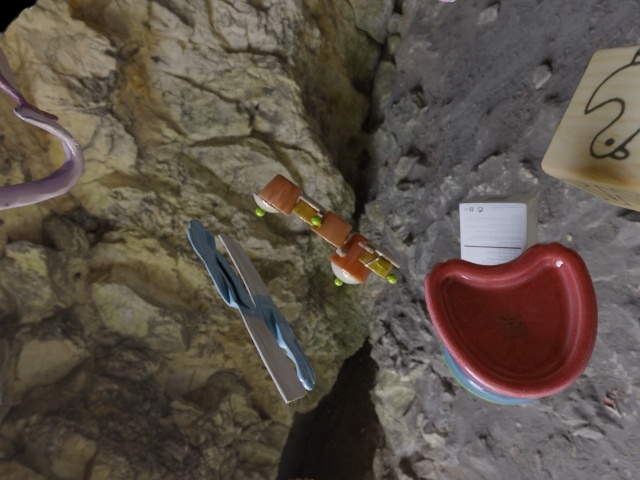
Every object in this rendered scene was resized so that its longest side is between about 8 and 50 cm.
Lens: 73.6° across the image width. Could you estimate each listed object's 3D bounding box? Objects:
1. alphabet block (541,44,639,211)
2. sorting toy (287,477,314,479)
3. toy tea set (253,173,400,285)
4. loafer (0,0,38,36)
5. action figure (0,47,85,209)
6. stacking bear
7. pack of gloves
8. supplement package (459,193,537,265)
[{"bbox_3d":[0.468,-0.137,0.570,0.192,0.194,0.197,-67,22,9],"label":"alphabet block"},{"bbox_3d":[-0.006,0.310,0.475,0.042,0.102,0.061,-40,-30,6],"label":"sorting toy"},{"bbox_3d":[0.000,0.000,0.903,0.124,0.336,0.200,-54,5,2],"label":"toy tea set"},{"bbox_3d":[-0.439,-0.373,0.594,0.133,0.130,0.365,93,176,-58],"label":"loafer"},{"bbox_3d":[-0.229,-0.203,0.178,0.370,0.275,0.248,-43,-1,31],"label":"action figure"},{"bbox_3d":[0.240,0.139,0.587,0.289,0.176,0.164,60,-159,-64],"label":"stacking bear"},{"bbox_3d":[-0.088,0.088,0.508,0.046,0.232,0.195,-34,-17,1],"label":"pack of gloves"},{"bbox_3d":[0.303,0.017,0.724,0.105,0.105,0.179,-23,-69,-54],"label":"supplement package"}]
